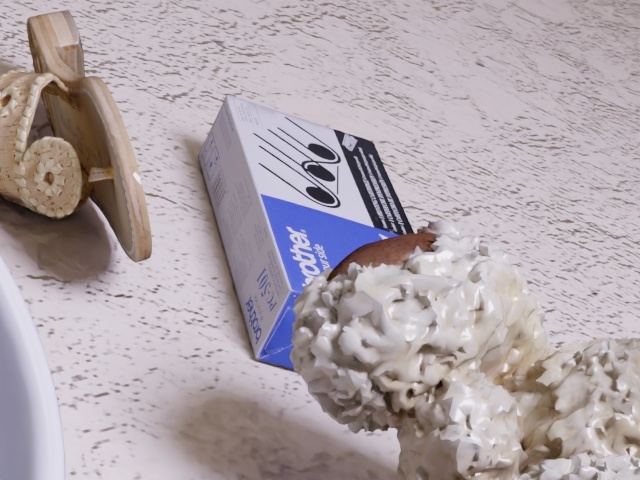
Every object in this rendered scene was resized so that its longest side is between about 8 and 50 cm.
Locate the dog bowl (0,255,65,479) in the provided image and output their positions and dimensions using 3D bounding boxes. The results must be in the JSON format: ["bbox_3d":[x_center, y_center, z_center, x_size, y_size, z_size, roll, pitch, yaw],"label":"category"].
[{"bbox_3d":[-0.206,0.049,0.501,0.265,0.104,0.265,30,37,-25],"label":"dog bowl"}]

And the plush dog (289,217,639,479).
[{"bbox_3d":[0.107,0.130,0.734,0.262,0.211,0.225,4,35,13],"label":"plush dog"}]

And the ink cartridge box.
[{"bbox_3d":[0.000,0.000,0.988,0.097,0.046,0.207,17,26,-21],"label":"ink cartridge box"}]

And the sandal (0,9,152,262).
[{"bbox_3d":[-0.144,-0.047,0.925,0.079,0.088,0.240,-13,28,-11],"label":"sandal"}]
